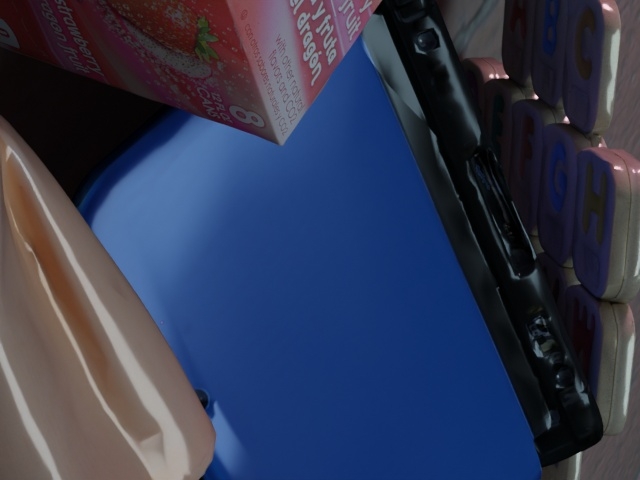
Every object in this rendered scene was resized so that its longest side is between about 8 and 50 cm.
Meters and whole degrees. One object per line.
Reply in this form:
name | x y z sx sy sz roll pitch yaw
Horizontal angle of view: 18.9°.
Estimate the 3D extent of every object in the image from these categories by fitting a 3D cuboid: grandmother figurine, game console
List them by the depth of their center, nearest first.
grandmother figurine | -0.128 -0.034 0.604 0.104 0.208 0.342 -29 119 -16
game console | 0.000 0.000 0.867 0.173 0.250 0.293 -25 124 0

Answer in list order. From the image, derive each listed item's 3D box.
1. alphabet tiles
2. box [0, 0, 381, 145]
alphabet tiles | 0.116 -0.006 1.046 0.284 0.021 0.278 -123 -145 -70
box | -0.069 -0.189 0.624 0.142 0.154 0.300 -56 151 -24
